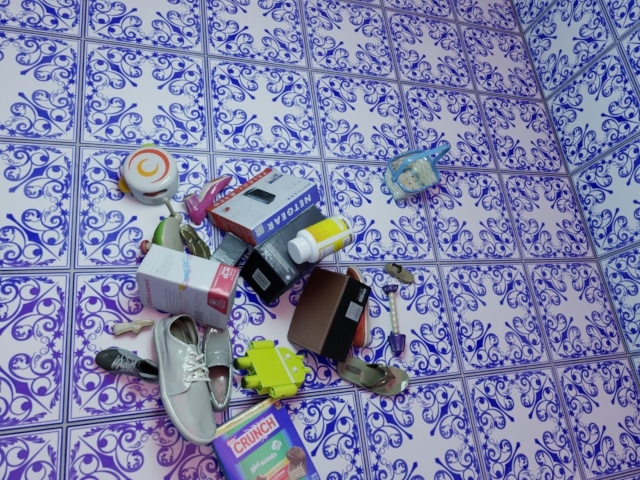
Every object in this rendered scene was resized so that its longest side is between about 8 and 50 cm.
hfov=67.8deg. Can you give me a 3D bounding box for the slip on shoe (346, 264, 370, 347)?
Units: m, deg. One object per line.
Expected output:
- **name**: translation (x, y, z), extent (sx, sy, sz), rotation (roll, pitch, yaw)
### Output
- **slip on shoe**: translation (0.130, 0.260, 1.901), extent (0.101, 0.123, 0.332), rotation (2, 74, -16)

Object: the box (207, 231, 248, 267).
- **box**: translation (-0.356, 0.081, 1.754), extent (0.093, 0.156, 0.158), rotation (34, 57, -3)

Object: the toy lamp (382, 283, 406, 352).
- **toy lamp**: translation (0.304, 0.320, 1.961), extent (0.080, 0.080, 0.275), rotation (2, 69, -20)

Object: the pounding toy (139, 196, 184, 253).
- **pounding toy**: translation (-0.579, -0.015, 1.726), extent (0.110, 0.183, 0.237), rotation (-5, 69, 5)

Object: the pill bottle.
- **pill bottle**: translation (0.000, 0.000, 1.613), extent (0.214, 0.117, 0.117), rotation (-25, 80, -28)

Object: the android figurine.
- **android figurine**: translation (-0.163, 0.452, 1.681), extent (0.272, 0.056, 0.248), rotation (3, 34, -33)

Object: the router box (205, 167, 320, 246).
- **router box**: translation (-0.220, -0.140, 1.838), extent (0.301, 0.082, 0.335), rotation (22, 50, 41)

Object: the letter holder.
- **letter holder**: translation (0.027, 0.277, 1.817), extent (0.152, 0.214, 0.302), rotation (30, 77, -42)

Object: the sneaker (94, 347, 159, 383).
- **sneaker**: translation (-0.615, 0.397, 1.547), extent (0.228, 0.132, 0.086), rotation (20, 64, -13)

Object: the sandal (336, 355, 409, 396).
- **sandal**: translation (0.207, 0.523, 1.837), extent (0.302, 0.086, 0.120), rotation (17, 65, -14)

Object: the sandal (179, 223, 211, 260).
- **sandal**: translation (-0.473, 0.021, 1.795), extent (0.072, 0.049, 0.180), rotation (-42, 106, -42)

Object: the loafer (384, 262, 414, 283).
- **loafer**: translation (0.347, 0.141, 2.064), extent (0.147, 0.050, 0.056), rotation (25, 63, -10)

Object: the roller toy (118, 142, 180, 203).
- **roller toy**: translation (-0.631, -0.239, 1.787), extent (0.191, 0.146, 0.209), rotation (31, 67, 4)

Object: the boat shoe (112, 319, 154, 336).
- **boat shoe**: translation (-0.635, 0.299, 1.629), extent (0.135, 0.050, 0.045), rotation (-8, 76, -13)

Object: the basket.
- **basket**: translation (0.421, -0.317, 2.138), extent (0.254, 0.289, 0.201), rotation (-20, 78, -28)

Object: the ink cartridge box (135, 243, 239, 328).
- **ink cartridge box**: translation (-0.445, 0.160, 1.621), extent (0.306, 0.226, 0.131), rotation (18, 51, -2)

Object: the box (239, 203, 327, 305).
- **box**: translation (-0.113, 0.058, 1.780), extent (0.294, 0.296, 0.183), rotation (-40, 87, -29)

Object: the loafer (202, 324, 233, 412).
- **loafer**: translation (-0.350, 0.425, 1.649), extent (0.111, 0.111, 0.320), rotation (-1, 70, -21)

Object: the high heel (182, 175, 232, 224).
- **high heel**: translation (-0.429, -0.167, 1.892), extent (0.244, 0.082, 0.117), rotation (-44, 121, -42)

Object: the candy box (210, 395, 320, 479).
- **candy box**: translation (-0.192, 0.718, 1.587), extent (0.268, 0.122, 0.317), rotation (-24, 78, -27)

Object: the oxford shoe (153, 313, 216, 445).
- **oxford shoe**: translation (-0.426, 0.427, 1.536), extent (0.169, 0.130, 0.450), rotation (25, 34, -54)
